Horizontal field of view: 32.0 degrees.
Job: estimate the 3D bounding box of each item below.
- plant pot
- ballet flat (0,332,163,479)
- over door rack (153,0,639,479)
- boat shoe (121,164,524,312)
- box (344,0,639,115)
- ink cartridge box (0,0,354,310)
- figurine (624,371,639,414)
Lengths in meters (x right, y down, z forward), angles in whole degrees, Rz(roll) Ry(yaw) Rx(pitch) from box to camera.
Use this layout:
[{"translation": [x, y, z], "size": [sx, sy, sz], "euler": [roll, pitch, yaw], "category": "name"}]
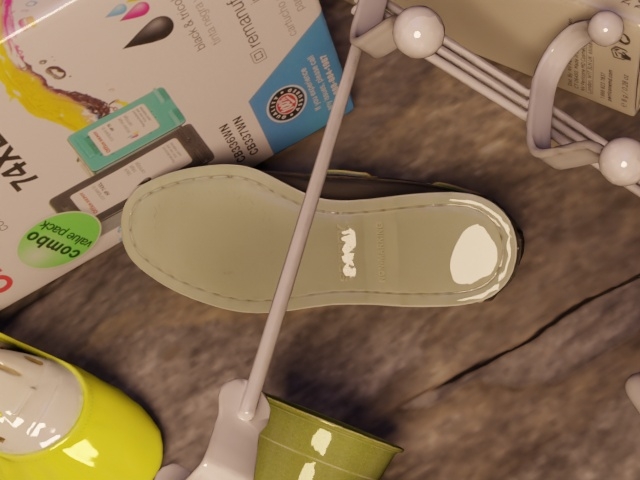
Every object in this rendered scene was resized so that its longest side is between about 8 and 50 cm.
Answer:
[{"translation": [-0.010, 0.128, 0.573], "size": [0.083, 0.083, 0.079], "euler": [19, 82, 21], "category": "plant pot"}, {"translation": [-0.197, 0.081, 0.633], "size": [0.231, 0.077, 0.077], "euler": [22, 68, 21], "category": "ballet flat"}, {"translation": [0.098, 0.016, 0.497], "size": [0.239, 0.108, 0.324], "euler": [29, 59, -16], "category": "over door rack"}, {"translation": [0.000, 0.000, 0.634], "size": [0.227, 0.068, 0.081], "euler": [5, 96, 16], "category": "boat shoe"}, {"translation": [0.094, -0.188, 0.684], "size": [0.275, 0.094, 0.113], "euler": [25, 73, 22], "category": "box"}, {"translation": [-0.157, -0.128, 0.653], "size": [0.270, 0.198, 0.197], "euler": [-30, 60, -2], "category": "ink cartridge box"}, {"translation": [0.182, 0.130, 0.325], "size": [0.209, 0.092, 0.215], "euler": [-11, 69, 40], "category": "figurine"}]
